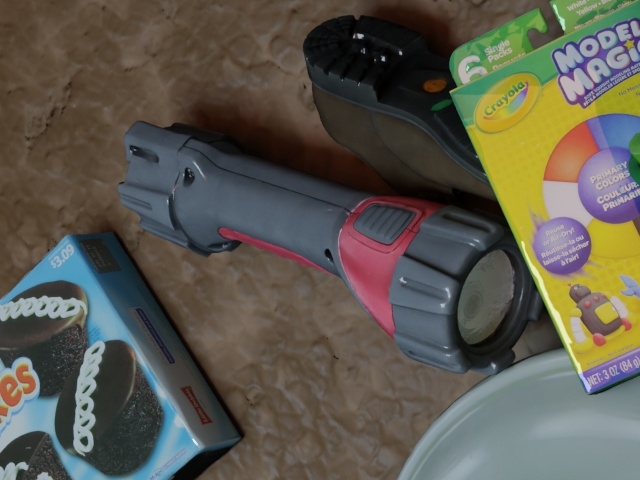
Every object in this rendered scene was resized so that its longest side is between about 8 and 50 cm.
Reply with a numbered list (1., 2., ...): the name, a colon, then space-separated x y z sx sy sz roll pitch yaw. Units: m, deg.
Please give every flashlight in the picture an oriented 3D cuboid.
1. flashlight: 0.000 0.000 1.212 0.304 0.103 0.103 18 101 42

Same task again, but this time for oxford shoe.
1. oxford shoe: 0.089 -0.060 1.186 0.227 0.083 0.096 32 144 33

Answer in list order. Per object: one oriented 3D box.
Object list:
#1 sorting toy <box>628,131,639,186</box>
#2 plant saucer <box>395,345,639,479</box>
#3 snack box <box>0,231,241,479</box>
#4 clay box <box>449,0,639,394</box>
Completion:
1. sorting toy: 0.282 -0.139 0.954 0.365 0.126 0.127 -48 41 0
2. plant saucer: 0.186 0.262 1.105 0.400 0.100 0.400 9 106 31
3. snack box: -0.224 0.162 1.397 0.322 0.060 0.187 -42 72 26
4. clay box: 0.165 -0.038 1.067 0.127 0.053 0.222 -26 81 12
